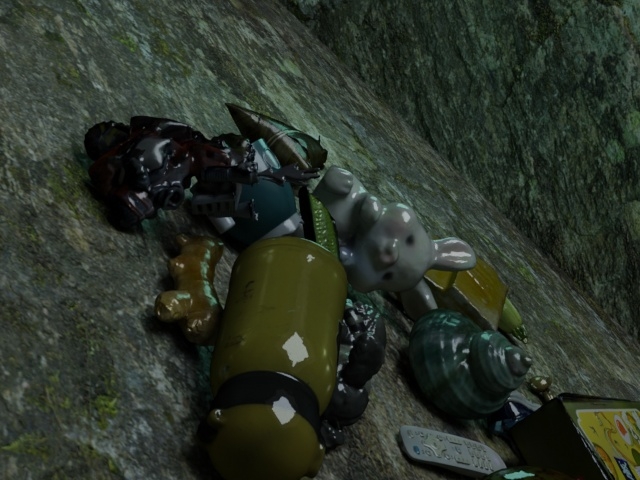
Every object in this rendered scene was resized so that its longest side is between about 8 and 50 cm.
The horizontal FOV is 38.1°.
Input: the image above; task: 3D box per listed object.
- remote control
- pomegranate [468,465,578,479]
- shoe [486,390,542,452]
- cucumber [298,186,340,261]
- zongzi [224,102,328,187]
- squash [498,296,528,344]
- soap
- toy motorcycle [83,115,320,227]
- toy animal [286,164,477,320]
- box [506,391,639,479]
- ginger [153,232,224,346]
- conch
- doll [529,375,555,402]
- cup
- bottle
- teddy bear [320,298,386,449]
[{"bbox_3d":[0.222,0.361,1.544,0.229,0.044,0.073,19,33,-29],"label":"remote control"},{"bbox_3d":[0.262,0.451,1.130,0.285,0.285,0.340,12,52,-53],"label":"pomegranate"},{"bbox_3d":[0.391,0.366,1.799,0.207,0.092,0.106,31,45,-37],"label":"shoe"},{"bbox_3d":[0.000,0.000,1.734,0.070,0.046,0.219,-11,96,-40],"label":"cucumber"},{"bbox_3d":[-0.093,-0.242,2.146,0.241,0.111,0.248,49,20,2],"label":"zongzi"},{"bbox_3d":[0.439,0.170,2.307,0.224,0.094,0.094,48,20,5],"label":"squash"},{"bbox_3d":[0.283,0.113,2.065,0.259,0.143,0.281,39,24,0],"label":"soap"},{"bbox_3d":[-0.198,-0.101,1.475,0.401,0.134,0.207,6,50,4],"label":"toy motorcycle"},{"bbox_3d":[0.121,0.006,1.861,0.368,0.196,0.241,33,9,10],"label":"toy animal"},{"bbox_3d":[0.568,0.477,1.694,0.420,0.138,0.372,14,44,-50],"label":"box"},{"bbox_3d":[-0.186,0.065,1.401,0.118,0.065,0.298,41,16,-18],"label":"ginger"},{"bbox_3d":[0.272,0.227,1.726,0.220,0.277,0.195,-31,107,-39],"label":"conch"},{"bbox_3d":[0.516,0.353,2.125,0.093,0.051,0.061,71,20,-2],"label":"doll"},{"bbox_3d":[-0.121,-0.070,1.675,0.173,0.168,0.300,54,26,-2],"label":"cup"},{"bbox_3d":[-0.060,0.167,1.211,0.172,0.171,0.351,33,36,-20],"label":"bottle"},{"bbox_3d":[0.025,0.174,1.393,0.144,0.171,0.251,32,22,-4],"label":"teddy bear"}]
